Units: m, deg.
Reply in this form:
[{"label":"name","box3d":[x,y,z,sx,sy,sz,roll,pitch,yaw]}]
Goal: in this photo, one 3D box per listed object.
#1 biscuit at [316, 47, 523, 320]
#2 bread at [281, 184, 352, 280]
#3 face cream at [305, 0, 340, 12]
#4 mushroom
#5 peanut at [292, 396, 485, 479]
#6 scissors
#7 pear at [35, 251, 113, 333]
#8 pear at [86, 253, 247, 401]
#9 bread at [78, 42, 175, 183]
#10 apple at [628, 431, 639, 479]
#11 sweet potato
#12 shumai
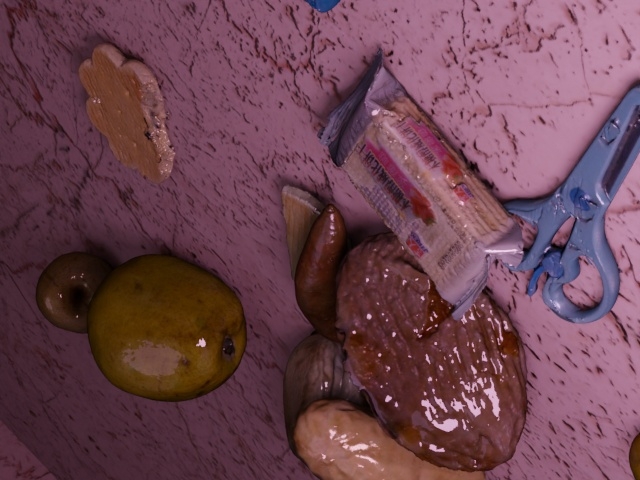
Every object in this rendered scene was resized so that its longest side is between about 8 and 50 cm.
[{"label":"biscuit","box3d":[0.120,-0.063,1.523,0.309,0.079,0.186,52,145,10]},{"label":"bread","box3d":[0.003,0.004,1.815,0.112,0.036,0.193,22,141,27]},{"label":"face cream","box3d":[-0.107,-0.383,1.489,0.336,0.080,0.163,38,148,20]},{"label":"mushroom","box3d":[0.022,0.288,1.974,0.189,0.164,0.267,-8,117,54]},{"label":"peanut","box3d":[0.105,0.328,1.831,0.318,0.148,0.147,23,156,-19]},{"label":"scissors","box3d":[0.297,-0.038,1.383,0.180,0.032,0.393,41,148,15]},{"label":"pear","box3d":[-0.472,0.102,2.421,0.167,0.167,0.136,60,175,-16]},{"label":"pear","box3d":[-0.261,0.153,2.129,0.307,0.253,0.253,6,130,35]},{"label":"bread","box3d":[-0.313,-0.211,1.990,0.181,0.039,0.251,31,145,30]},{"label":"apple","box3d":[0.423,0.269,1.514,0.089,0.074,0.090,14,125,20]},{"label":"sweet potato","box3d":[0.023,0.087,1.793,0.108,0.079,0.346,-4,134,23]},{"label":"shumai","box3d":[0.162,0.159,1.703,0.346,0.217,0.283,55,-176,16]}]
